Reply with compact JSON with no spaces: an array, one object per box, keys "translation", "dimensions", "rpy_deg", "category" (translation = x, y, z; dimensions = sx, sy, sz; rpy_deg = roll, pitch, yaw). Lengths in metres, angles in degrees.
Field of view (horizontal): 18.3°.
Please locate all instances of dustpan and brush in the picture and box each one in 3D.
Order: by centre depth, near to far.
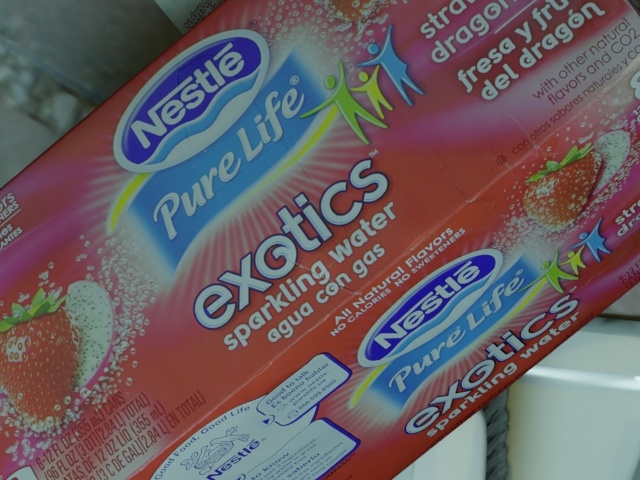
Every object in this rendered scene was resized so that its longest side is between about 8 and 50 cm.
[{"translation":[0.043,0.129,0.716],"dimensions":[0.147,0.060,0.211],"rpy_deg":[6,91,10],"category":"dustpan and brush"}]

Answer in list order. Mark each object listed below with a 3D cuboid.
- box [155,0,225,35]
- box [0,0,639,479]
[{"translation":[-0.025,-0.215,0.635],"dimensions":[0.201,0.057,0.293],"rpy_deg":[51,142,5],"category":"box"},{"translation":[0.000,0.000,0.669],"dimensions":[0.257,0.128,0.122],"rpy_deg":[-39,60,7],"category":"box"}]
